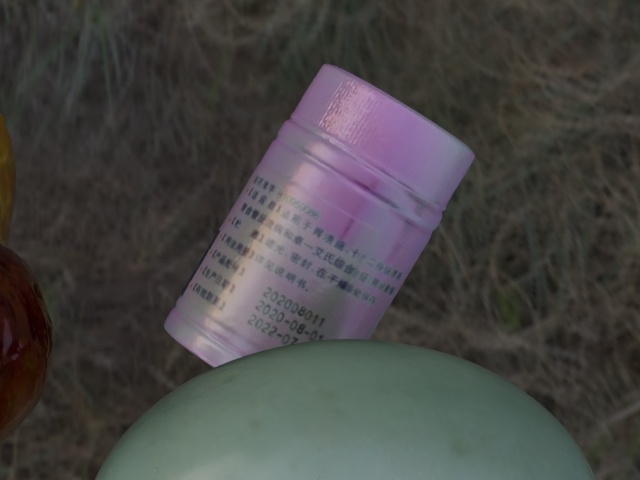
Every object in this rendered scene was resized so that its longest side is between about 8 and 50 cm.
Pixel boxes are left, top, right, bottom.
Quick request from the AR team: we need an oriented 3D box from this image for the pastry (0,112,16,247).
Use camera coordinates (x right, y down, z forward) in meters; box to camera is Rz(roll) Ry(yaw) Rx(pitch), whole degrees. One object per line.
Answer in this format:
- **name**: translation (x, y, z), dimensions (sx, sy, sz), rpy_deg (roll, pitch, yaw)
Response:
- **pastry**: translation (-0.410, -0.028, 1.618), dimensions (0.313, 0.388, 0.388), rpy_deg (2, 115, -26)

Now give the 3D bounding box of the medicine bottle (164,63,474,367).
- **medicine bottle**: translation (0.000, 0.000, 1.597), dimensions (0.152, 0.152, 0.254), rpy_deg (31, 91, -20)

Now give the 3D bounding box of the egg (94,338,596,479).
- **egg**: translation (0.022, 0.208, 1.412), dimensions (0.389, 0.276, 0.276), rpy_deg (6, 114, -24)

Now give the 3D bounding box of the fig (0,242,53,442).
- **fig**: translation (-0.298, 0.110, 1.352), dimensions (0.186, 0.204, 0.249), rpy_deg (26, 109, 10)
